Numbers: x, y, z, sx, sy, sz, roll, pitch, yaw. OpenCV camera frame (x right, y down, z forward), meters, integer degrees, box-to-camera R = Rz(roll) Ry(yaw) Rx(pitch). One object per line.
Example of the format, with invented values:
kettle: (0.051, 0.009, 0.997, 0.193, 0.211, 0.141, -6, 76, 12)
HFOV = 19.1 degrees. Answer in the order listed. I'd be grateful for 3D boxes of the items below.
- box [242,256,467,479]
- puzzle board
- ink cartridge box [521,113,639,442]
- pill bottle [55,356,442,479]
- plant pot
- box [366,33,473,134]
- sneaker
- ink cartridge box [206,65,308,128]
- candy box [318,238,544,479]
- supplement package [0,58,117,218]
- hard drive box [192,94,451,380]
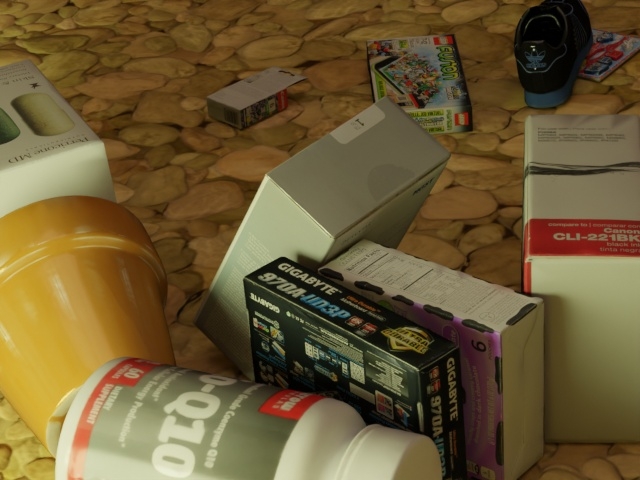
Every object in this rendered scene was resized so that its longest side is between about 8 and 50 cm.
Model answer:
box: (0.028, 0.130, 1.619, 0.051, 0.175, 0.220, -29, 37, -34)
puzzle board: (0.337, -0.235, 2.367, 0.096, 0.011, 0.128, 17, 36, 33)
ink cartridge box: (0.241, 0.028, 1.742, 0.114, 0.197, 0.273, 0, 31, 5)
pill bottle: (-0.056, 0.195, 1.534, 0.283, 0.161, 0.161, 9, 33, 23)
plant pot: (-0.217, 0.096, 1.719, 0.205, 0.205, 0.188, -16, 48, -19)
box: (0.117, -0.188, 2.293, 0.114, 0.036, 0.207, -5, 30, 0)
sneaker: (0.283, -0.257, 2.311, 0.081, 0.090, 0.232, -3, 35, 15)
ink cartridge box: (-0.075, -0.174, 2.306, 0.115, 0.029, 0.063, -28, 37, -36)
candy box: (0.096, 0.107, 1.660, 0.196, 0.165, 0.070, 19, 37, 35)
supplement package: (-0.327, -0.030, 1.909, 0.199, 0.198, 0.263, -19, 30, -17)
hard drive box: (0.000, 0.000, 1.782, 0.089, 0.232, 0.181, 44, 48, 13)
